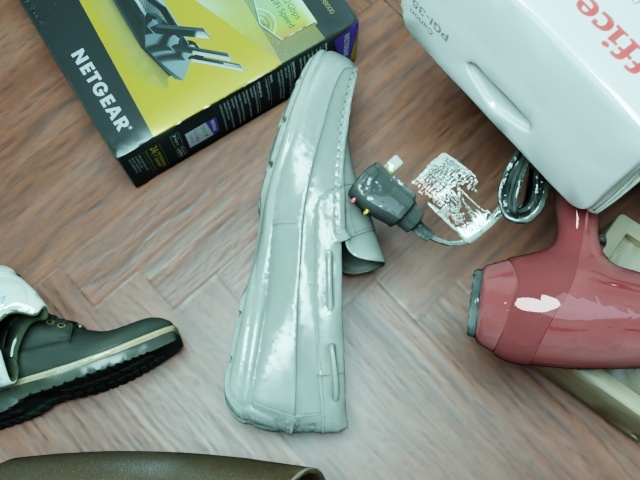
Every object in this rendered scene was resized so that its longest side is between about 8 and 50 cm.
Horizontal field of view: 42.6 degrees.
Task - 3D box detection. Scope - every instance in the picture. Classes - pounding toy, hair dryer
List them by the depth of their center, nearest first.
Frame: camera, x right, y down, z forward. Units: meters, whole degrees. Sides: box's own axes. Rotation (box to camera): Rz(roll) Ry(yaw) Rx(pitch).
[{"bbox_3d":[0.181,-0.015,0.581,0.223,0.080,0.293,-45,81,8],"label":"hair dryer"},{"bbox_3d":[0.297,0.075,0.665,0.206,0.094,0.181,36,79,9],"label":"pounding toy"}]

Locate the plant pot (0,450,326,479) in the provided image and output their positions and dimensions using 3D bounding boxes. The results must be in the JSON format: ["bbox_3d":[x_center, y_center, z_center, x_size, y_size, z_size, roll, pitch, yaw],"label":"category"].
[{"bbox_3d":[-0.138,0.239,0.583,0.231,0.215,0.215,11,75,18],"label":"plant pot"}]

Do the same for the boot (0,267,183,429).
[{"bbox_3d":[-0.227,0.065,0.685,0.198,0.077,0.137,-19,71,-6],"label":"boot"}]

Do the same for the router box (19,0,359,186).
[{"bbox_3d":[-0.148,-0.241,0.758,0.243,0.081,0.308,-32,77,-8],"label":"router box"}]

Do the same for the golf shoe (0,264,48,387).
[{"bbox_3d":[-0.276,0.100,0.619,0.086,0.069,0.176,26,80,16],"label":"golf shoe"}]

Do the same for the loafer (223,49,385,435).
[{"bbox_3d":[0.000,0.000,0.685,0.112,0.112,0.319,10,83,-2],"label":"loafer"}]

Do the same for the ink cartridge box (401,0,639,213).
[{"bbox_3d":[0.228,-0.186,0.549,0.283,0.117,0.207,-38,78,-13],"label":"ink cartridge box"}]
